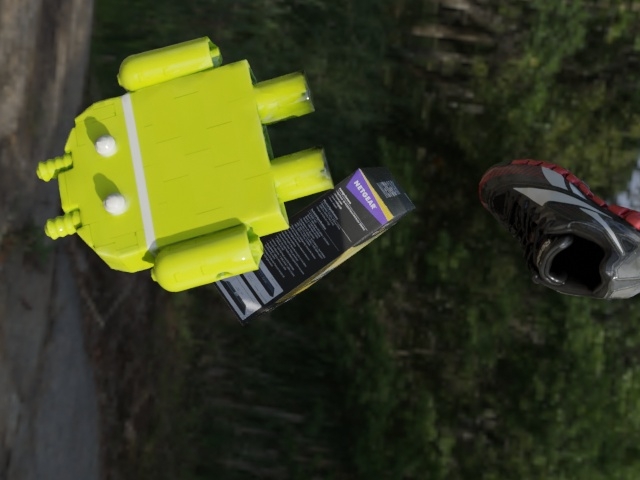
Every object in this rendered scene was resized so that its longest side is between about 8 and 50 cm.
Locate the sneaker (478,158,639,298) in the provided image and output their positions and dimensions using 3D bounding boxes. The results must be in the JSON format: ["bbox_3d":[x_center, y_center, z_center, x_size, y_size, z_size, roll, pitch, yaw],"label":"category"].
[{"bbox_3d":[0.270,-0.013,1.378,0.276,0.135,0.098,35,-48,40],"label":"sneaker"}]

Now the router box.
[{"bbox_3d":[0.000,0.000,1.651,0.081,0.243,0.309,54,11,3],"label":"router box"}]

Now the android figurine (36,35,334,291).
[{"bbox_3d":[-0.131,-0.071,1.120,0.056,0.272,0.248,67,11,-67],"label":"android figurine"}]
